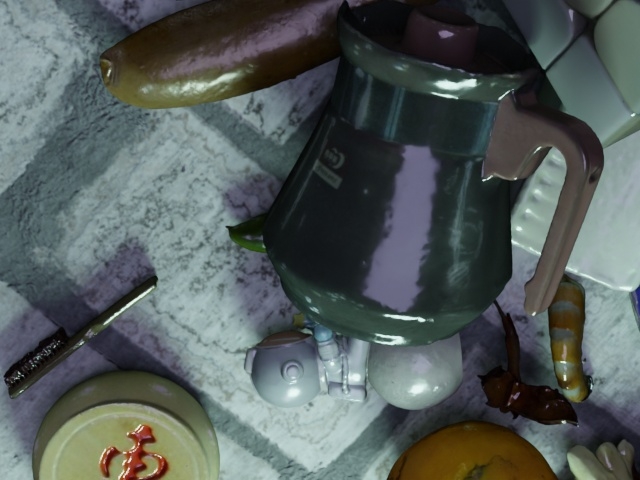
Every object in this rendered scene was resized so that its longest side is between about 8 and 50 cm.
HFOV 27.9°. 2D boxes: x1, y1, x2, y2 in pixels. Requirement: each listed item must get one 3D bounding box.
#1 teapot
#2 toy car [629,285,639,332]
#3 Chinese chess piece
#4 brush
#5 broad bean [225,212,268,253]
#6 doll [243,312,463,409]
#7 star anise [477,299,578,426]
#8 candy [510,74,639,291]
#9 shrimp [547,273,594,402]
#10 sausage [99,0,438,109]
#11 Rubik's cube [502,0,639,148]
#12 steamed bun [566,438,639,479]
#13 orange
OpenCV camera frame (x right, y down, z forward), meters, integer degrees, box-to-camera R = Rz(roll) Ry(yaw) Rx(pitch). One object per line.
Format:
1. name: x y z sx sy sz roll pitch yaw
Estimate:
1. teapot: 0.128 -0.074 1.480 0.376 0.305 0.362 29 121 31
2. toy car: 0.489 0.059 1.710 0.158 0.172 0.235 -14 103 13
3. Chinese chess piece: -0.260 0.298 1.726 0.250 0.097 0.251 -1 106 -5
4. brush: -0.318 0.120 1.697 0.248 0.043 0.036 -36 112 6
5. broad bean: 0.001 -0.004 1.695 0.254 0.046 0.065 8 104 -9
6. doll: 0.042 0.160 1.701 0.287 0.151 0.151 -6 106 0
7. star anise: 0.275 0.173 1.741 0.140 0.158 0.144 28 78 -12
8. candy: 0.369 -0.133 1.648 0.208 0.145 0.359 20 102 -10
9. shrimp: 0.351 0.141 1.764 0.049 0.161 0.166 -7 147 25
10. sausage: -0.027 -0.274 1.576 0.500 0.123 0.136 -25 119 2
11. Rubik's cube: 0.405 -0.355 1.388 0.346 0.347 0.344 -26 81 -19
12. steamed bun: 0.430 0.422 1.811 0.247 0.189 0.428 9 108 -38
13. orange: 0.203 0.363 1.716 0.246 0.246 0.246 -2 106 -6
